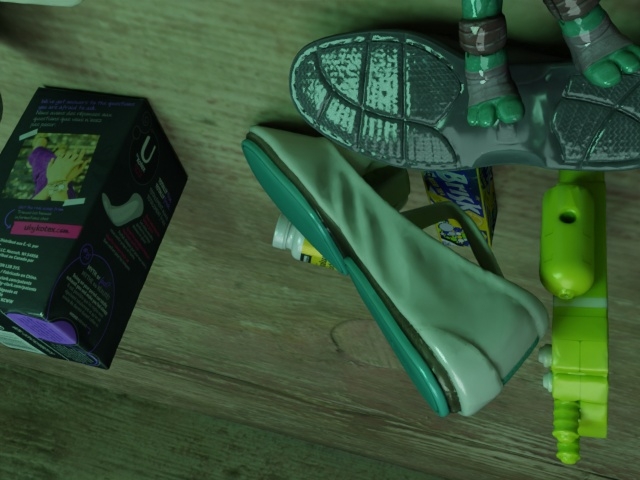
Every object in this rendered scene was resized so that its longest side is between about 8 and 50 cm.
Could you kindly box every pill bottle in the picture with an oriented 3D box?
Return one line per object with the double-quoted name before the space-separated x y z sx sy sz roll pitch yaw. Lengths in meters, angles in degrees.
"pill bottle" 0.000 0.000 0.845 0.116 0.065 0.065 15 153 3

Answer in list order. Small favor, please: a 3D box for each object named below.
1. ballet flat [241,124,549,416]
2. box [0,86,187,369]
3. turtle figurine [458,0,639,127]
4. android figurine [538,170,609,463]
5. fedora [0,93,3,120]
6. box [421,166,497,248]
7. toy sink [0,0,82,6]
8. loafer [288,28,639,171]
"ballet flat" 0.058 -0.010 0.619 0.400 0.139 0.139 51 -179 43
"box" -0.281 -0.016 0.742 0.143 0.270 0.165 9 152 13
"turtle figurine" 0.104 -0.187 0.381 0.175 0.118 0.234 -7 132 34
"android figurine" 0.238 0.062 0.605 0.056 0.273 0.248 1 150 23
"fedora" -0.379 -0.209 0.545 0.275 0.243 0.124 37 118 -19
"box" 0.144 -0.057 0.671 0.059 0.054 0.169 4 151 22
"toy sink" -0.213 -0.277 0.372 0.153 0.131 0.234 9 147 13
"loafer" 0.127 -0.115 0.534 0.302 0.095 0.109 10 115 17
